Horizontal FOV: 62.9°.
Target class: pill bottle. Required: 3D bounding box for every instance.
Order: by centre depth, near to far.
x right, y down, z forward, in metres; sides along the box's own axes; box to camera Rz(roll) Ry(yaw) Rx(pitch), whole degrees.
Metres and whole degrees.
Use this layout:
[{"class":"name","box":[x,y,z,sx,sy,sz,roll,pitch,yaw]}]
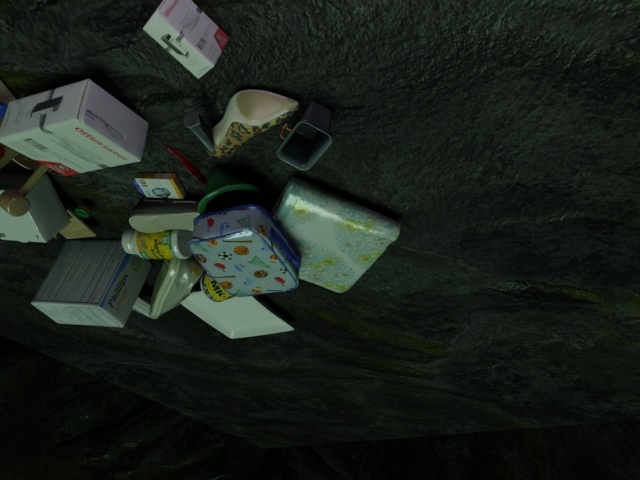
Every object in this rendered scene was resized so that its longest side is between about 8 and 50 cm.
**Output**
[{"class":"pill bottle","box":[-0.504,-0.001,1.624,0.208,0.117,0.117,0,143,19]},{"class":"pill bottle","box":[-0.281,0.122,1.681,0.208,0.119,0.119,-22,132,41]}]

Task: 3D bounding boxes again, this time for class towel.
[{"class":"towel","box":[0.000,0.000,1.479,0.320,0.090,0.374,19,143,-13]}]

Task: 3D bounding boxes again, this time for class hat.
[{"class":"hat","box":[-0.266,-0.173,1.390,0.173,0.183,0.208,-26,157,10]}]

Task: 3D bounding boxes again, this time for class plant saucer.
[{"class":"plant saucer","box":[-0.817,-0.246,1.468,0.168,0.029,0.168,10,144,7]}]

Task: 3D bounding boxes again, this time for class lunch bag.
[{"class":"lunch bag","box":[-0.188,0.037,1.403,0.243,0.115,0.303,-13,140,19]}]

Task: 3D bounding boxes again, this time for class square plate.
[{"class":"square plate","box":[-0.326,0.263,1.990,0.344,0.049,0.347,-14,136,33]}]

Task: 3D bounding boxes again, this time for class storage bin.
[{"class":"storage bin","box":[-0.033,-0.239,1.155,0.098,0.091,0.135,26,142,-17]}]

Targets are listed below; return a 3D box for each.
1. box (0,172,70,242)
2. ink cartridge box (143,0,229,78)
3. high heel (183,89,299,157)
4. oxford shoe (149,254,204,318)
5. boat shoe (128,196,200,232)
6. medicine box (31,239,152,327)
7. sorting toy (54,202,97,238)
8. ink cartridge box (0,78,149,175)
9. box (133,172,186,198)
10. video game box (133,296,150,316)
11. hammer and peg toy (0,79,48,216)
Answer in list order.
[{"class":"box","box":[-0.893,-0.100,1.573,0.181,0.119,0.182,3,126,19]},{"class":"ink cartridge box","box":[-0.255,-0.398,1.003,0.056,0.099,0.135,-20,132,40]},{"class":"high heel","box":[-0.159,-0.260,1.208,0.261,0.093,0.186,-8,163,10]},{"class":"oxford shoe","box":[-0.513,0.168,1.838,0.130,0.169,0.449,12,146,-24]},{"class":"boat shoe","box":[-0.388,-0.082,1.513,0.335,0.095,0.112,1,147,9]},{"class":"medicine box","box":[-0.775,0.144,1.790,0.289,0.263,0.149,1,144,19]},{"class":"sorting toy","box":[-0.821,-0.065,1.705,0.274,0.046,0.132,-5,141,24]},{"class":"ink cartridge box","box":[-0.585,-0.260,1.253,0.273,0.114,0.197,-4,159,25]},{"class":"box","box":[-0.456,-0.155,1.474,0.136,0.028,0.081,5,144,16]},{"class":"video game box","box":[-0.760,0.217,2.022,0.205,0.048,0.187,8,148,45]},{"class":"hammer and peg toy","box":[-0.827,-0.248,1.295,0.127,0.266,0.361,21,152,29]}]
